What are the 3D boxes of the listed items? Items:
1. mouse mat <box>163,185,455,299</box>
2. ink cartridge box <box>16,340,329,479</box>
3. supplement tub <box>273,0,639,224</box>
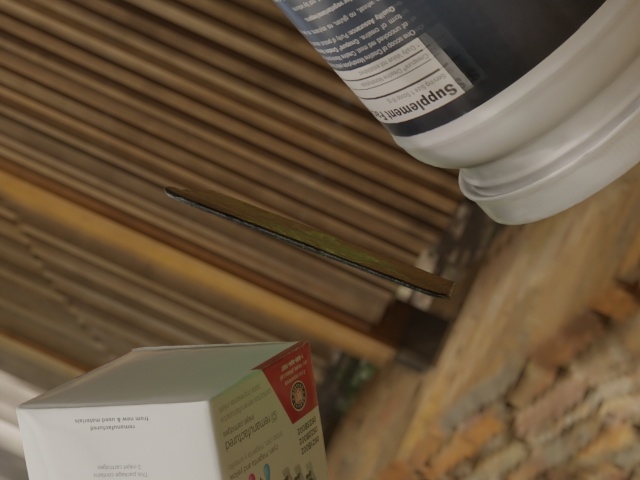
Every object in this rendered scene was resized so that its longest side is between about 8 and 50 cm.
[{"bbox_3d":[0.000,0.000,0.956,0.189,0.152,0.007,-23,-47,-85],"label":"mouse mat"},{"bbox_3d":[-0.073,0.159,1.008,0.128,0.127,0.176,-27,-69,-63],"label":"ink cartridge box"},{"bbox_3d":[0.069,-0.162,0.945,0.191,0.272,0.191,-39,18,15],"label":"supplement tub"}]
